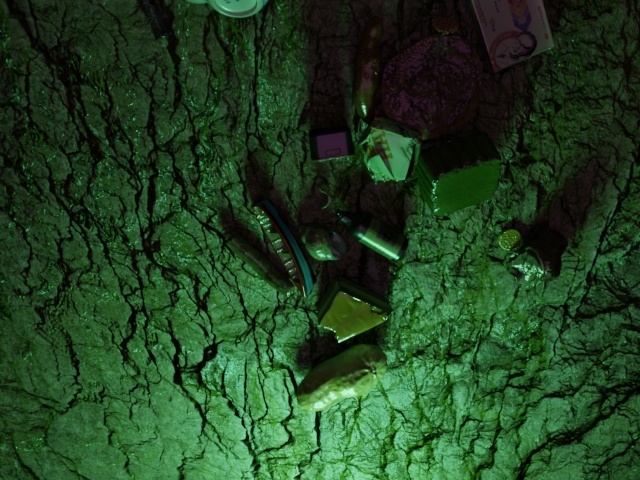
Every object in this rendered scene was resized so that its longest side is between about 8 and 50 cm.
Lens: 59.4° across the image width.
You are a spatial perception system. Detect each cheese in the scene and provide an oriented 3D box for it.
[{"bbox_3d":[0.018,-0.158,1.974,0.042,0.060,0.084,-1,104,3],"label":"cheese"}]

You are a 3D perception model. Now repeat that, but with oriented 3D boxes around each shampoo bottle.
[{"bbox_3d":[0.175,-0.032,2.001,0.284,0.101,0.101,30,105,-12],"label":"shampoo bottle"}]

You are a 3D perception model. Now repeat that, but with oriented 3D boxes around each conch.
[{"bbox_3d":[0.005,0.013,2.011,0.173,0.106,0.116,12,88,-25],"label":"conch"}]

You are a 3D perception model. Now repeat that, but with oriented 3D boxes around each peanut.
[{"bbox_3d":[0.081,0.531,2.141,0.387,0.192,0.169,-29,116,7],"label":"peanut"}]

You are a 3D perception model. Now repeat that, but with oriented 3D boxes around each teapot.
[{"bbox_3d":[-0.250,-0.820,1.655,0.424,0.252,0.279,-7,75,23],"label":"teapot"}]

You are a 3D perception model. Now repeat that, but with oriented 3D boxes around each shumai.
[{"bbox_3d":[0.777,0.051,2.049,0.185,0.218,0.184,7,145,35],"label":"shumai"}]

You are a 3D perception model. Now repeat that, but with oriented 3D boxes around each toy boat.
[{"bbox_3d":[-0.123,0.027,2.007,0.079,0.136,0.392,-38,109,-24],"label":"toy boat"}]

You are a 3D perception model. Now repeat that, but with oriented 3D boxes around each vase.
[{"bbox_3d":[-0.528,-0.720,1.755,0.059,0.059,0.167,-22,109,5],"label":"vase"}]

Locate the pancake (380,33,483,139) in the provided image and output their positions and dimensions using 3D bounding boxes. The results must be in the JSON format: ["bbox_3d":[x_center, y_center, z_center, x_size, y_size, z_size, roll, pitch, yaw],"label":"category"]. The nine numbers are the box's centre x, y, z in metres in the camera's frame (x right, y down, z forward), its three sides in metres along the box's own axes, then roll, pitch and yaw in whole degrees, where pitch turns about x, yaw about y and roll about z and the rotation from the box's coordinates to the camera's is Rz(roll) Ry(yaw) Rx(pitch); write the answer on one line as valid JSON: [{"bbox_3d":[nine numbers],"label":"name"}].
[{"bbox_3d":[0.371,-0.506,1.871,0.356,0.065,0.356,-1,104,-3],"label":"pancake"}]

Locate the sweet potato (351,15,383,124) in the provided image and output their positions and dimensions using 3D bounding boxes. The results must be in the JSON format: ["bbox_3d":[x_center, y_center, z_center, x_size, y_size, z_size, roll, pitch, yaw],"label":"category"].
[{"bbox_3d":[0.151,-0.543,1.828,0.106,0.095,0.354,-18,119,-40],"label":"sweet potato"}]

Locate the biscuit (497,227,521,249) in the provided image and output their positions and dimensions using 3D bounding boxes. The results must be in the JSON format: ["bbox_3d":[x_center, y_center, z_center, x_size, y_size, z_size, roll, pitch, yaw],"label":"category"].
[{"bbox_3d":[0.700,-0.005,2.078,0.084,0.023,0.084,-1,108,-4],"label":"biscuit"}]

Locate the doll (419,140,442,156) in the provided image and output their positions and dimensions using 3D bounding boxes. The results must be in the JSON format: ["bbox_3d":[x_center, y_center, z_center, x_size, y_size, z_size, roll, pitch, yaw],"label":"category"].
[{"bbox_3d":[0.372,-0.301,1.938,0.195,0.070,0.096,4,123,3],"label":"doll"}]

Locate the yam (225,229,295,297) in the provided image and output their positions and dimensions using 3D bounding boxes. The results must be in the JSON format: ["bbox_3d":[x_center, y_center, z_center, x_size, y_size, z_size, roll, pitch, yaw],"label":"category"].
[{"bbox_3d":[-0.218,0.088,2.041,0.317,0.071,0.067,44,65,-15],"label":"yam"}]

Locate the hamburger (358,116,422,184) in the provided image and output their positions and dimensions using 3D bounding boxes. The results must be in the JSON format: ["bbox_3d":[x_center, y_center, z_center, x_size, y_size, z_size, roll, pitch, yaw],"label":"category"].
[{"bbox_3d":[0.229,-0.293,1.889,0.214,0.125,0.235,23,133,25],"label":"hamburger"}]

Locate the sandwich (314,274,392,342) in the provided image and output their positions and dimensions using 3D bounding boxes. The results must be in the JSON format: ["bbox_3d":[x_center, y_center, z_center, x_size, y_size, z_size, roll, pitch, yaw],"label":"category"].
[{"bbox_3d":[0.116,0.275,2.077,0.227,0.155,0.198,26,107,-11],"label":"sandwich"}]

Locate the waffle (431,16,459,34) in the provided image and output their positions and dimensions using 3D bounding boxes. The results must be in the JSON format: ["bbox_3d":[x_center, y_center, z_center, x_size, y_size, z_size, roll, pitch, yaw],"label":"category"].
[{"bbox_3d":[0.405,-0.697,1.811,0.085,0.016,0.078,-11,65,-8],"label":"waffle"}]

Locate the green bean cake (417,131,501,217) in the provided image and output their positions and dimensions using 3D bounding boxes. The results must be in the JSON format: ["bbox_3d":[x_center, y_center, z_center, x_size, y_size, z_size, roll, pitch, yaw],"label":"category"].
[{"bbox_3d":[0.461,-0.222,1.881,0.250,0.156,0.247,-21,146,-1],"label":"green bean cake"}]

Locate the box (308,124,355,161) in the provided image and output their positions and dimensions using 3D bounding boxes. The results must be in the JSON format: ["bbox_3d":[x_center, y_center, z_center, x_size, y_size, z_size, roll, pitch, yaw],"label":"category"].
[{"bbox_3d":[0.034,-0.323,1.846,0.145,0.201,0.090,-8,105,1],"label":"box"}]

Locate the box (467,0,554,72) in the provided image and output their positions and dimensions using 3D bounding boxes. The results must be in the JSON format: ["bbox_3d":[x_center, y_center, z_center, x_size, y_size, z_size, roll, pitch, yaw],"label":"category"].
[{"bbox_3d":[0.596,-0.749,1.801,0.214,0.069,0.353,-23,110,5],"label":"box"}]
